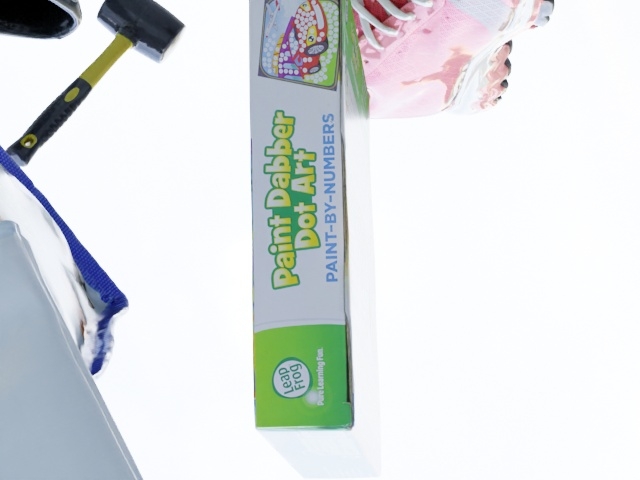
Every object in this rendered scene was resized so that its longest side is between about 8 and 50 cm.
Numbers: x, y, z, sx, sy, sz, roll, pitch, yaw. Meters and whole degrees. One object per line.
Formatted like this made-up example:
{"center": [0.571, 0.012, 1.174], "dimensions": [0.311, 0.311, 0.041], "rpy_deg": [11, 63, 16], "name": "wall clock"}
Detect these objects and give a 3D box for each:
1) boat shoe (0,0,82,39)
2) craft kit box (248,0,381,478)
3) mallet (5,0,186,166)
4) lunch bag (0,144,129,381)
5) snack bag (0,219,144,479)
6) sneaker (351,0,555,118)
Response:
{"center": [-0.265, -0.163, 1.148], "dimensions": [0.340, 0.127, 0.113], "rpy_deg": [-10, -96, -62], "name": "boat shoe"}
{"center": [0.000, 0.000, 1.047], "dimensions": [0.250, 0.061, 0.246], "rpy_deg": [70, -160, -76], "name": "craft kit box"}
{"center": [-0.156, -0.109, 1.319], "dimensions": [0.062, 0.039, 0.189], "rpy_deg": [29, -130, -3], "name": "mallet"}
{"center": [-0.298, 0.087, 1.015], "dimensions": [0.239, 0.328, 0.385], "rpy_deg": [50, -174, -12], "name": "lunch bag"}
{"center": [-0.166, 0.208, 0.598], "dimensions": [0.342, 0.323, 0.037], "rpy_deg": [60, 177, 9], "name": "snack bag"}
{"center": [0.065, -0.155, 1.244], "dimensions": [0.314, 0.136, 0.116], "rpy_deg": [99, 152, -67], "name": "sneaker"}
